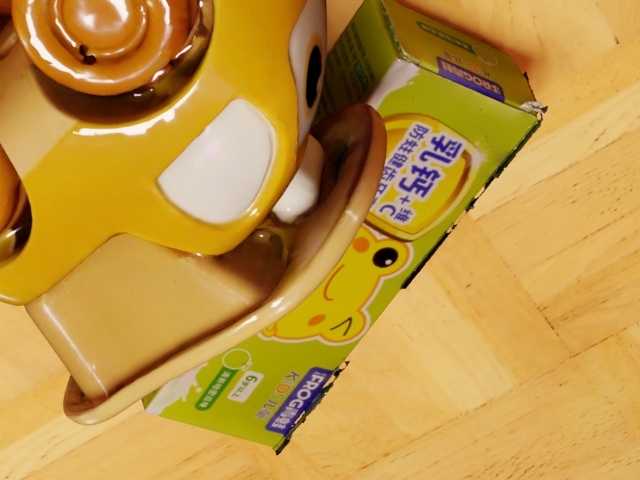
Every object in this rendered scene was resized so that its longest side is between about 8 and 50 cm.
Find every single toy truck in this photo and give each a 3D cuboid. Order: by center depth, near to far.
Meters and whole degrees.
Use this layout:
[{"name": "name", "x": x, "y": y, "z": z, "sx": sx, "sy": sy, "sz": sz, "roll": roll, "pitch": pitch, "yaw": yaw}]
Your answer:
[{"name": "toy truck", "x": -0.098, "y": -0.061, "z": 0.742, "sx": 0.288, "sy": 0.204, "sz": 0.211, "roll": -39, "pitch": 110, "yaw": 23}]

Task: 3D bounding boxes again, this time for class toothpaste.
[{"name": "toothpaste", "x": 0.000, "y": 0.000, "z": 0.930, "sx": 0.110, "sy": 0.077, "sz": 0.327, "roll": 20, "pitch": 123, "yaw": -26}]
